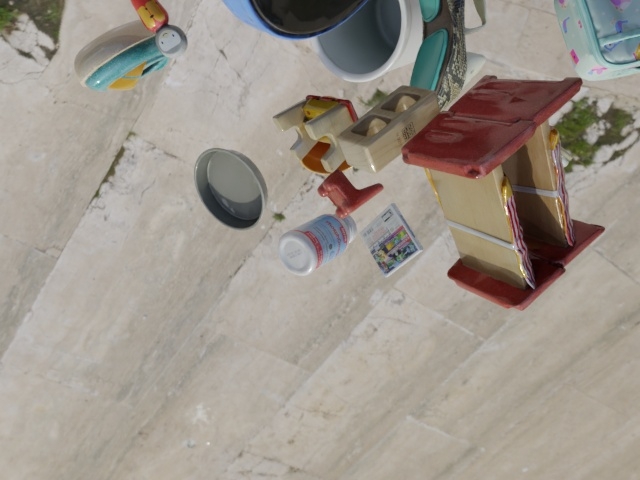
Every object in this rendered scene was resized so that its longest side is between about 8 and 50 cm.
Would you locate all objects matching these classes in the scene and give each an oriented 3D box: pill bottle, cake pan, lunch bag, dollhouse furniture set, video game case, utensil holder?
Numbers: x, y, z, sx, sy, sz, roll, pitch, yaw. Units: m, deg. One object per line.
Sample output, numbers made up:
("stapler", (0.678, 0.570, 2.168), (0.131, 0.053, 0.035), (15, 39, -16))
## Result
("pill bottle", (0.000, 0.000, 0.980), (0.087, 0.160, 0.087), (17, 120, 32))
("cake pan", (-0.288, -0.172, 1.689), (0.293, 0.054, 0.293), (18, 127, 26))
("lunch bag", (0.605, -0.424, 0.963), (0.279, 0.108, 0.224), (-14, 85, -2))
("dollhouse furniture set", (0.128, -0.090, 0.652), (0.152, 0.374, 0.201), (-40, 127, -17))
("video game case", (0.233, 0.002, 1.722), (0.023, 0.183, 0.201), (-19, 162, -39))
("utensil holder", (0.199, -0.678, 1.552), (0.328, 0.385, 0.327), (18, 124, 30))

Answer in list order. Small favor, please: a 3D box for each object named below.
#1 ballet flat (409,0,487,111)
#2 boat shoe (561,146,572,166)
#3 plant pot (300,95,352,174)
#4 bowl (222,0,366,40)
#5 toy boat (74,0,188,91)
("ballet flat", (0.310, -0.497, 1.215), (0.182, 0.164, 0.482), (0, 94, -17))
("boat shoe", (0.579, -0.260, 1.446), (0.113, 0.302, 0.103), (28, 109, -27))
("plant pot", (0.024, -0.345, 1.629), (0.205, 0.187, 0.205), (-6, 149, -3))
("bowl", (0.003, -0.492, 0.785), (0.391, 0.077, 0.391), (-37, 157, -18))
("toy boat", (-0.418, -0.434, 1.184), (0.318, 0.267, 0.148), (-15, 115, 51))
